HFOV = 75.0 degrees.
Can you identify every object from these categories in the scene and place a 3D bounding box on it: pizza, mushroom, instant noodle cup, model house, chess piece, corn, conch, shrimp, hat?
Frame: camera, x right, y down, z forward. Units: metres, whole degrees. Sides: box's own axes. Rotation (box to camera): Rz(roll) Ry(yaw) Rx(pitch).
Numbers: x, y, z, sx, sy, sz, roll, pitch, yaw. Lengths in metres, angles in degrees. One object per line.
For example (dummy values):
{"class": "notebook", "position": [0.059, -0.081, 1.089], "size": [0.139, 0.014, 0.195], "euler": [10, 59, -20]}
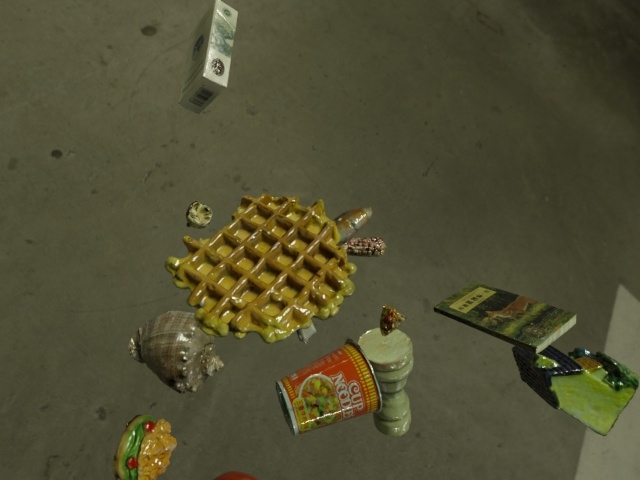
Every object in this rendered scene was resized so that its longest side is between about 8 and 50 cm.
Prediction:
{"class": "pizza", "position": [0.176, 0.192, 1.035], "size": [0.025, 0.078, 0.083], "euler": [33, 50, -31]}
{"class": "mushroom", "position": [-0.076, 0.348, 1.947], "size": [0.099, 0.096, 0.277], "euler": [-12, 103, -50]}
{"class": "instant noodle cup", "position": [0.009, 0.360, 1.004], "size": [0.212, 0.193, 0.193], "euler": [-17, 76, -16]}
{"class": "model house", "position": [0.581, 0.310, 1.003], "size": [0.211, 0.194, 0.170], "euler": [31, 96, -2]}
{"class": "chess piece", "position": [0.291, 0.608, 1.775], "size": [0.234, 0.234, 0.442], "euler": [-26, 120, -31]}
{"class": "corn", "position": [0.155, 0.025, 1.874], "size": [0.281, 0.092, 0.092], "euler": [3, 65, 3]}
{"class": "conch", "position": [-0.536, 0.422, 1.564], "size": [0.352, 0.210, 0.297], "euler": [9, 95, -21]}
{"class": "shrimp", "position": [0.001, -0.005, 0.920], "size": [0.254, 0.145, 0.059], "euler": [-35, 101, 8]}
{"class": "hat", "position": [-0.375, -0.070, 1.274], "size": [0.076, 0.059, 0.077], "euler": [28, 44, -19]}

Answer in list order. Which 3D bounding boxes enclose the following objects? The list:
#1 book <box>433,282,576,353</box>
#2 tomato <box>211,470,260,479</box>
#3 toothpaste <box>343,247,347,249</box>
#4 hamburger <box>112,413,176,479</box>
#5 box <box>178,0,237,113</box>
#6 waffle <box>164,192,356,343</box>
{"class": "book", "position": [0.378, 0.153, 0.873], "size": [0.160, 0.228, 0.024], "euler": [-20, 114, -33]}
{"class": "tomato", "position": [-0.290, 0.971, 1.411], "size": [0.322, 0.321, 0.321], "euler": [10, 65, -21]}
{"class": "toothpaste", "position": [-0.045, 0.064, 1.416], "size": [0.323, 0.100, 0.066], "euler": [-14, 86, -42]}
{"class": "hamburger", "position": [-0.597, 0.731, 1.455], "size": [0.149, 0.237, 0.237], "euler": [7, 62, 8]}
{"class": "box", "position": [-0.310, -0.501, 1.149], "size": [0.069, 0.164, 0.256], "euler": [18, 67, -37]}
{"class": "waffle", "position": [-0.090, 0.030, 0.698], "size": [0.301, 0.058, 0.281], "euler": [-23, 59, -25]}
